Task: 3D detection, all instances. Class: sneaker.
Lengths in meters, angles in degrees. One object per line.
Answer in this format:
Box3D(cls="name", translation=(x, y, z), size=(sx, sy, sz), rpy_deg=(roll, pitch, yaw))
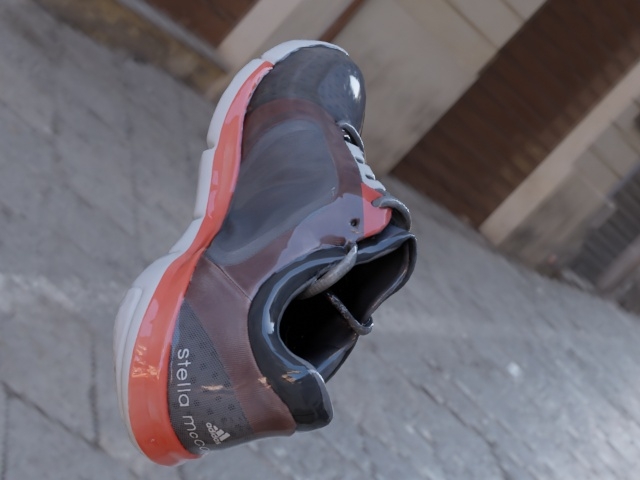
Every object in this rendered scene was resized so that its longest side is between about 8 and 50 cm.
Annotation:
Box3D(cls="sneaker", translation=(0.000, 0.000, 0.372), size=(0.158, 0.064, 0.061), rpy_deg=(-70, 149, -44))
